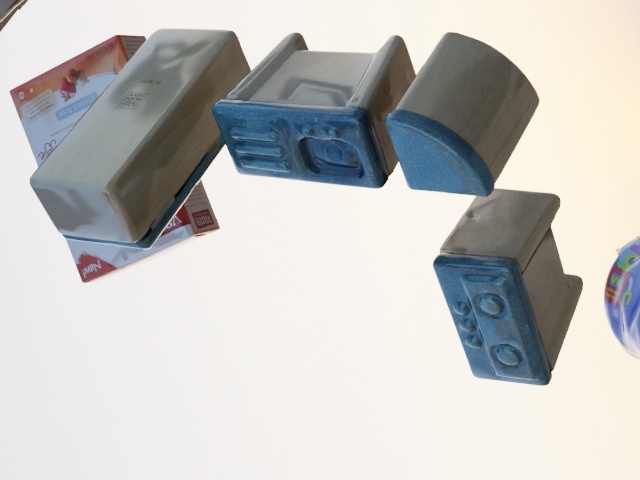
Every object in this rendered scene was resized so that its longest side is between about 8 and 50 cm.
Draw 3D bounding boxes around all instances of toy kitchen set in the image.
[{"bbox_3d":[0.000,0.000,0.657,0.122,0.207,0.166,-57,-41,-35],"label":"toy kitchen set"}]

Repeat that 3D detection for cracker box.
[{"bbox_3d":[-0.225,-0.088,1.477,0.067,0.155,0.232,-19,-94,-66],"label":"cracker box"}]

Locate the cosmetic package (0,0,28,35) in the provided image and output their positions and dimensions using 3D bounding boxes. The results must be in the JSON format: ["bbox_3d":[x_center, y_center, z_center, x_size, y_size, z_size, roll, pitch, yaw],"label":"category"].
[{"bbox_3d":[-0.334,-0.141,0.959,0.160,0.309,0.113,40,-140,-12],"label":"cosmetic package"}]

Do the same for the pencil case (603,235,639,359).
[{"bbox_3d":[0.339,0.061,1.129,0.119,0.133,0.306,30,180,-9],"label":"pencil case"}]
